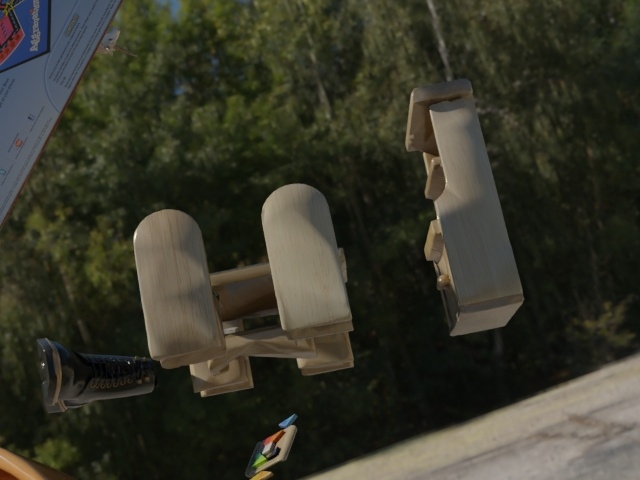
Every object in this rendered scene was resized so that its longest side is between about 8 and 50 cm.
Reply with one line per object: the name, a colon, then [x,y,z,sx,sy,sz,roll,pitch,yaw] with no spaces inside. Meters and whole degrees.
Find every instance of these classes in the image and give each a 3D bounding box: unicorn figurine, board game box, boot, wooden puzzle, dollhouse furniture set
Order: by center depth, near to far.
board game box: [-0.324,-0.164,1.070,0.281,0.145,0.027,-62,16,-1]
dollhouse furniture set: [0.000,0.000,1.208,0.394,0.257,0.362,-11,-15,0]
boot: [-0.252,0.147,1.220,0.136,0.077,0.198,-6,-11,-13]
unicorn figurine: [-0.321,-0.322,1.439,0.162,0.111,0.060,28,-33,-36]
wooden puzzle: [-0.069,0.286,1.445,0.078,0.014,0.116,-33,20,25]

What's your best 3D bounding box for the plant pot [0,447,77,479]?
plant pot: [-0.190,0.288,0.664,0.290,0.291,0.203,-22,-30,18]
